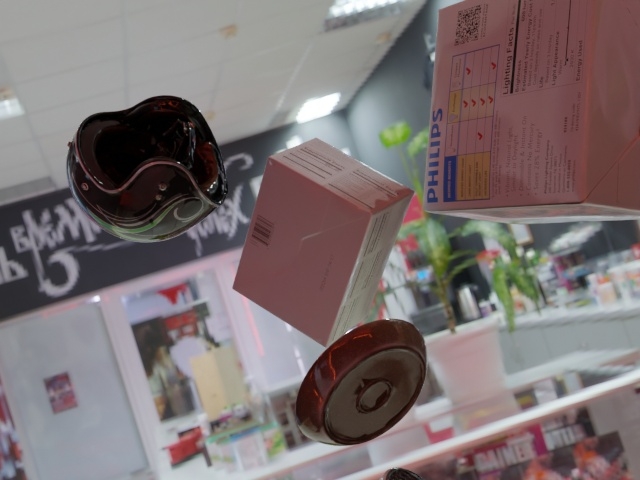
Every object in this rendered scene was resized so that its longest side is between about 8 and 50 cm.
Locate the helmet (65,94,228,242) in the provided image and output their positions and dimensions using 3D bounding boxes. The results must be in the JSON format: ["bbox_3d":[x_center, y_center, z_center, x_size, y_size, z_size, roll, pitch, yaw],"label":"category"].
[{"bbox_3d":[-0.208,-0.078,1.135,0.162,0.169,0.169,-16,-3,15],"label":"helmet"}]

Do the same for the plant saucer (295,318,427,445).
[{"bbox_3d":[0.052,0.161,1.047,0.168,0.168,0.029,-16,40,-27],"label":"plant saucer"}]

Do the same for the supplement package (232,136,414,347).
[{"bbox_3d":[0.000,0.000,1.601,0.145,0.204,0.262,-29,-37,-53],"label":"supplement package"}]

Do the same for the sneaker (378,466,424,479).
[{"bbox_3d":[0.073,0.394,1.066,0.123,0.106,0.290,-57,10,31],"label":"sneaker"}]

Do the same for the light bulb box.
[{"bbox_3d":[0.365,-0.210,1.525,0.225,0.357,0.361,7,-4,-30],"label":"light bulb box"}]
